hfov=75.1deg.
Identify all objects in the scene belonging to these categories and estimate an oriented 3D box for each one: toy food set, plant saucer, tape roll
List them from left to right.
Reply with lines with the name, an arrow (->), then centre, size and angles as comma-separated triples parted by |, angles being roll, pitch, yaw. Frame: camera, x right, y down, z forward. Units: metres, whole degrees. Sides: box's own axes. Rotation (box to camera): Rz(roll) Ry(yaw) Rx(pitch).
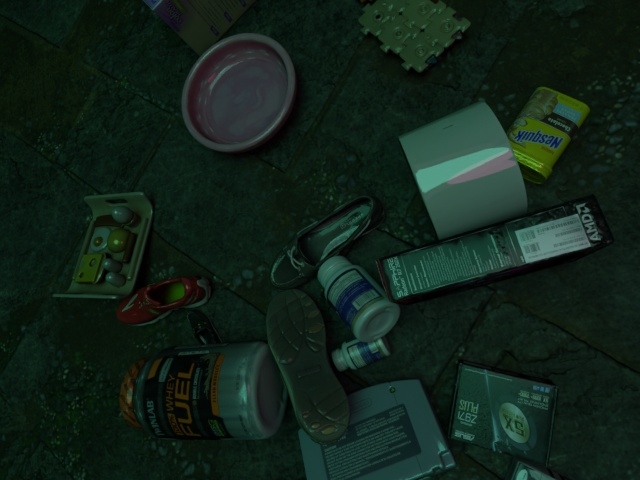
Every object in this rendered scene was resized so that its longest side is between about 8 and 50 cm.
toy food set -> -0.604, 0.013, 1.147 | 0.220, 0.092, 0.305 | -2, 66, 18
plant saucer -> -0.211, -0.384, 1.118 | 0.333, 0.084, 0.331 | -3, 79, 17
tape roll -> 0.277, -0.129, 0.832 | 0.169, 0.246, 0.245 | -21, 75, 13

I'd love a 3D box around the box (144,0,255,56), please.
box -> -0.333, -0.678, 1.138 | 0.243, 0.214, 0.117 | -43, 71, 8

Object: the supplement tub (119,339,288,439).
supplement tub -> -0.261, 0.340, 0.945 | 0.339, 0.207, 0.206 | -9, 78, 17

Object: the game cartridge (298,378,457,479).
game cartridge -> 0.102, 0.413, 0.857 | 0.298, 0.062, 0.198 | -28, 43, 12

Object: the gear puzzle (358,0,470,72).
gear puzzle -> 0.195, -0.557, 1.042 | 0.175, 0.044, 0.338 | -43, 68, 9

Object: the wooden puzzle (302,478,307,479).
wooden puzzle -> 0.033, 0.669, 0.861 | 0.348, 0.080, 0.321 | -21, 75, 13

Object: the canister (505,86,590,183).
canister -> 0.462, -0.223, 0.879 | 0.126, 0.073, 0.169 | 34, 91, 20

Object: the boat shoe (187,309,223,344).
boat shoe -> -0.302, 0.229, 1.066 | 0.049, 0.042, 0.133 | -45, 69, 8

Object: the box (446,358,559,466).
box -> 0.352, 0.330, 0.817 | 0.180, 0.077, 0.147 | 10, 85, 19

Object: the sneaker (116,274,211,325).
sneaker -> -0.427, 0.145, 1.078 | 0.279, 0.118, 0.107 | -21, 74, 13

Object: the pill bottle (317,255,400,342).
pill bottle -> 0.074, 0.119, 0.904 | 0.112, 0.112, 0.186 | -47, 46, 6

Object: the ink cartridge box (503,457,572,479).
ink cartridge box -> 0.492, 0.546, 0.744 | 0.333, 0.065, 0.165 | 20, 87, 19

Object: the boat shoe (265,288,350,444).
boat shoe -> -0.041, 0.272, 0.914 | 0.133, 0.130, 0.355 | -8, 50, -13

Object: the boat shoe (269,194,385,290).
boat shoe -> 0.000, 0.000, 0.977 | 0.335, 0.095, 0.112 | -36, 72, 9

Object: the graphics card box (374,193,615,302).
graphics card box -> 0.311, 0.036, 0.798 | 0.372, 0.233, 0.094 | -19, 75, 13

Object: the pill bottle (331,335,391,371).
pill bottle -> 0.089, 0.245, 0.922 | 0.120, 0.067, 0.066 | -27, 74, 12
